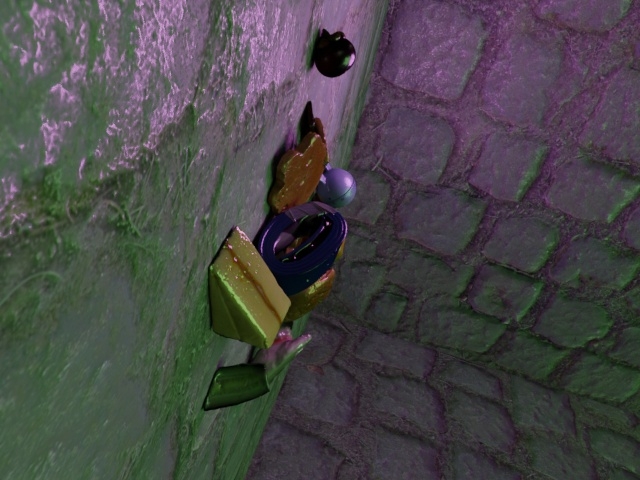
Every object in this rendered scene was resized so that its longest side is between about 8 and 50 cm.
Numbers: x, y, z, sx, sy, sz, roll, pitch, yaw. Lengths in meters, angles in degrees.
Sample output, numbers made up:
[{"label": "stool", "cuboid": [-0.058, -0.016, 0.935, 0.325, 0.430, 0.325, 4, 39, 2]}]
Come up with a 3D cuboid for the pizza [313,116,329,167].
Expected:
[{"label": "pizza", "cuboid": [-0.006, -0.331, 1.726, 0.262, 0.034, 0.180, 118, -38, -80]}]

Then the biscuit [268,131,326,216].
[{"label": "biscuit", "cuboid": [-0.075, -0.195, 1.502, 0.269, 0.051, 0.376, -59, 169, -2]}]

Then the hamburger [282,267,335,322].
[{"label": "hamburger", "cuboid": [-0.071, 0.171, 1.928, 0.330, 0.162, 0.209, -37, 158, -23]}]

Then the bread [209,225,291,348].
[{"label": "bread", "cuboid": [-0.163, 0.120, 1.179, 0.263, 0.163, 0.167, 100, 9, -48]}]

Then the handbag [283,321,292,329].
[{"label": "handbag", "cuboid": [-0.188, 0.429, 2.324, 0.223, 0.080, 0.246, 30, 77, -84]}]

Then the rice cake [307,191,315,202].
[{"label": "rice cake", "cuboid": [-0.053, -0.188, 1.973, 0.221, 0.042, 0.080, -62, 170, -59]}]

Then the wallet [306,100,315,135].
[{"label": "wallet", "cuboid": [-0.034, -0.366, 1.603, 0.176, 0.026, 0.095, 97, -12, -70]}]

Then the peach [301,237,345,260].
[{"label": "peach", "cuboid": [0.000, 0.000, 2.193, 0.231, 0.231, 0.230, 17, 90, -85]}]

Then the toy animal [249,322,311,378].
[{"label": "toy animal", "cuboid": [-0.213, 0.465, 1.991, 0.266, 0.188, 0.307, -45, 172, -31]}]

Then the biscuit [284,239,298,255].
[{"label": "biscuit", "cuboid": [-0.130, 0.085, 2.029, 0.183, 0.047, 0.319, -61, 168, -49]}]

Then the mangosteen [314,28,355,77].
[{"label": "mangosteen", "cuboid": [0.037, -0.552, 1.432, 0.140, 0.140, 0.139, 17, 90, -85]}]

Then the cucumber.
[{"label": "cucumber", "cuboid": [-0.249, 0.424, 1.438, 0.085, 0.193, 0.115, 95, -17, -74]}]

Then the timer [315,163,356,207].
[{"label": "timer", "cuboid": [0.023, -0.235, 1.937, 0.175, 0.256, 0.175, -51, -163, 22]}]

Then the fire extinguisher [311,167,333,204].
[{"label": "fire extinguisher", "cuboid": [0.037, -0.203, 2.185, 0.113, 0.200, 0.376, -32, 157, -19]}]

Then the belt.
[{"label": "belt", "cuboid": [-0.065, 0.020, 1.475, 0.347, 0.213, 0.117, -44, 161, -41]}]

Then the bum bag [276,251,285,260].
[{"label": "bum bag", "cuboid": [-0.155, 0.068, 1.533, 0.109, 0.026, 0.159, 57, 36, -36]}]
